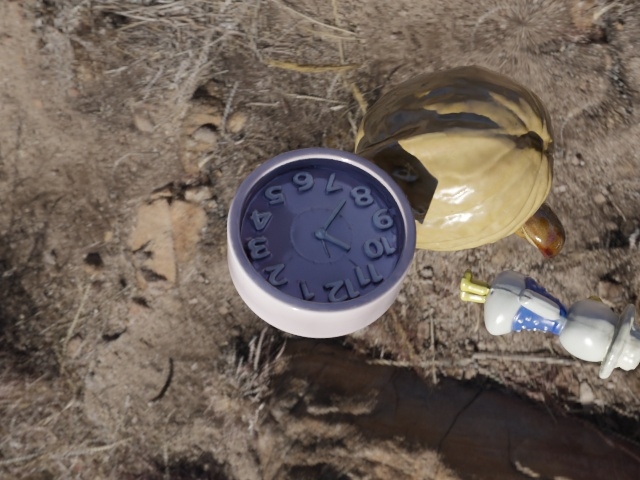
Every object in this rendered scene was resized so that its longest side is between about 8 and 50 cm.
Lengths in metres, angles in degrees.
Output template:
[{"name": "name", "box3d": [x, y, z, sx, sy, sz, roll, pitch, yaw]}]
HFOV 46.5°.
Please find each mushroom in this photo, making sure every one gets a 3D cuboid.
[{"name": "mushroom", "box3d": [0.402, -0.020, 1.377, 0.087, 0.127, 0.127, -32, 95, 20]}]

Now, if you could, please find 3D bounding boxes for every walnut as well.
[{"name": "walnut", "box3d": [0.152, -0.097, 0.907, 0.261, 0.225, 0.225, -9, 104, 39]}]

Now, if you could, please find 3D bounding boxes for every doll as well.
[{"name": "doll", "box3d": [0.349, 0.114, 1.104, 0.293, 0.138, 0.119, 22, 76, 20]}]

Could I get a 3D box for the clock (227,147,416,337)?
[{"name": "clock", "box3d": [0.000, 0.000, 0.790, 0.197, 0.197, 0.068, 25, 153, 7]}]
